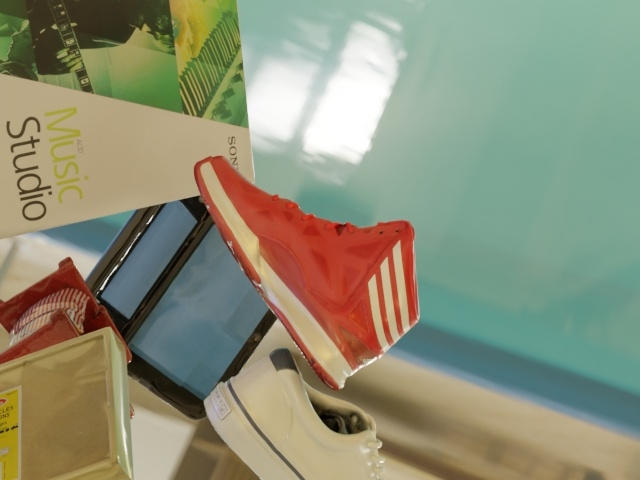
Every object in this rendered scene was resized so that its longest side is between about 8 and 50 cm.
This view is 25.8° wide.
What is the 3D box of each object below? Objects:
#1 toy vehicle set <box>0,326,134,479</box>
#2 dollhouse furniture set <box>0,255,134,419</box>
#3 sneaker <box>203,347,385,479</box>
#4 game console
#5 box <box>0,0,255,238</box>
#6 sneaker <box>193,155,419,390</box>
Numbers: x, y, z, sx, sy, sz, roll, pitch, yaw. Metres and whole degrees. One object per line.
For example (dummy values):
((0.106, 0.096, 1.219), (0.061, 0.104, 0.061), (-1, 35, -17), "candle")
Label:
((-0.304, 0.191, 1.290), (0.267, 0.166, 0.035), (-19, 133, 8), "toy vehicle set")
((-0.401, 0.202, 1.589), (0.152, 0.374, 0.201), (58, 180, -19), "dollhouse furniture set")
((0.015, 0.188, 1.148), (0.258, 0.091, 0.094), (48, -172, -35), "sneaker")
((-0.170, 0.064, 1.868), (0.173, 0.293, 0.250), (32, 171, 17), "game console")
((-0.225, -0.130, 1.271), (0.058, 0.322, 0.232), (-133, 33, -56), "box")
((0.000, 0.000, 1.112), (0.221, 0.128, 0.087), (56, 174, 17), "sneaker")
